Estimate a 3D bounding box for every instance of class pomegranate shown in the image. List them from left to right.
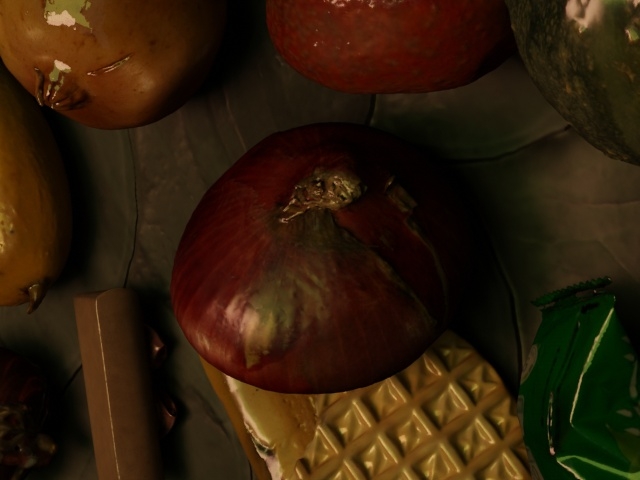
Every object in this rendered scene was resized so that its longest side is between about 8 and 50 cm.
[{"bbox_3d":[-0.185,-0.196,1.508,0.209,0.209,0.209,4,97,37],"label":"pomegranate"}]

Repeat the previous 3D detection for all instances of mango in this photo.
[{"bbox_3d":[-0.328,-0.065,1.691,0.176,0.119,0.317,-36,64,37],"label":"mango"}]

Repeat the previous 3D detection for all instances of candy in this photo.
[{"bbox_3d":[0.196,0.133,1.301,0.141,0.078,0.203,-16,81,61],"label":"candy"}]

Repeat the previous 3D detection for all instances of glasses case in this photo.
[{"bbox_3d":[-0.181,0.138,1.632,0.102,0.070,0.193,178,84,-66],"label":"glasses case"}]

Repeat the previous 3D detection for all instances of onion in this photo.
[{"bbox_3d":[-0.001,0.006,1.366,0.248,0.248,0.161,4,131,37],"label":"onion"}]

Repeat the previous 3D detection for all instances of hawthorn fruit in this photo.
[{"bbox_3d":[0.087,-0.201,1.300,0.262,0.210,0.210,17,105,27],"label":"hawthorn fruit"}]

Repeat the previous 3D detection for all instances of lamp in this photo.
[{"bbox_3d":[-0.350,0.160,1.706,0.223,0.215,0.151,34,101,6],"label":"lamp"}]

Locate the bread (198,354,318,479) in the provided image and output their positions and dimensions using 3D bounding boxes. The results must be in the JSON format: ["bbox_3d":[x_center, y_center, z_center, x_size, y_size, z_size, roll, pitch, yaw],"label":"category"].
[{"bbox_3d":[0.007,0.165,1.454,0.142,0.091,0.305,-24,75,-7],"label":"bread"}]

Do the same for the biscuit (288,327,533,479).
[{"bbox_3d":[0.066,0.215,1.372,0.204,0.040,0.309,22,79,10],"label":"biscuit"}]

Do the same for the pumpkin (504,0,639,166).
[{"bbox_3d":[0.285,-0.189,1.110,0.327,0.257,0.292,-1,81,45],"label":"pumpkin"}]
